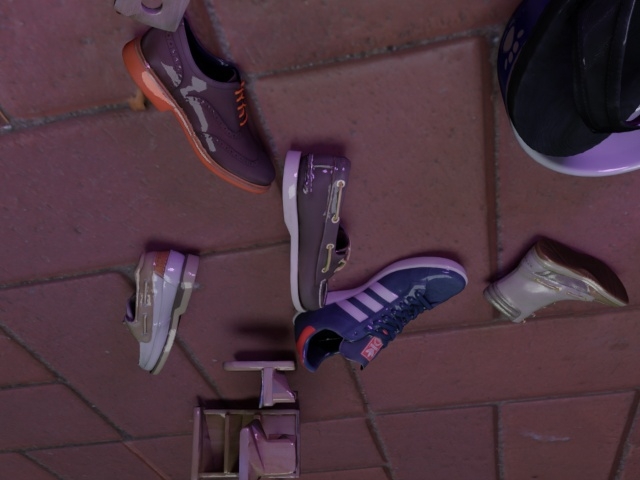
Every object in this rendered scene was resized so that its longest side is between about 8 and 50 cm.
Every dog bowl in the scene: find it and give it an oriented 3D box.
[{"bbox_3d":[0.354,-0.208,0.727,0.264,0.104,0.265,0,137,0],"label":"dog bowl"}]

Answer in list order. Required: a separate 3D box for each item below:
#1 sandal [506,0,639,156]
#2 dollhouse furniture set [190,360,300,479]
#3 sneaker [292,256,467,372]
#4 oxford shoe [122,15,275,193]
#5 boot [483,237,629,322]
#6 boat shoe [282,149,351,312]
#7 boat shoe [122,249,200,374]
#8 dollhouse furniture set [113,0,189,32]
[{"bbox_3d":[0.294,-0.199,0.531,0.167,0.107,0.446,-4,151,-8],"label":"sandal"},{"bbox_3d":[-0.175,0.447,1.288,0.256,0.362,0.394,-1,168,0],"label":"dollhouse furniture set"},{"bbox_3d":[0.107,0.149,1.091,0.350,0.148,0.131,-25,132,25],"label":"sneaker"},{"bbox_3d":[-0.130,-0.167,0.791,0.098,0.097,0.271,-27,131,19],"label":"oxford shoe"},{"bbox_3d":[0.420,0.094,1.079,0.213,0.077,0.165,24,133,-16],"label":"boot"},{"bbox_3d":[0.000,0.000,0.958,0.096,0.117,0.324,1,132,4],"label":"boat shoe"},{"bbox_3d":[-0.308,0.130,1.115,0.103,0.113,0.302,16,125,-14],"label":"boat shoe"},{"bbox_3d":[-0.208,-0.316,0.575,0.183,0.129,0.129,12,138,-31],"label":"dollhouse furniture set"}]
